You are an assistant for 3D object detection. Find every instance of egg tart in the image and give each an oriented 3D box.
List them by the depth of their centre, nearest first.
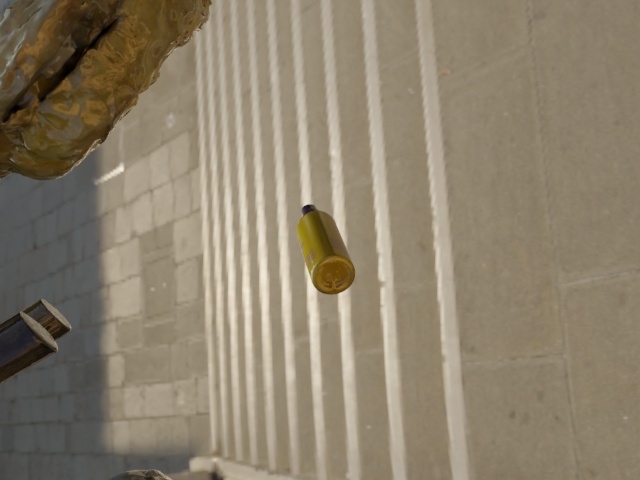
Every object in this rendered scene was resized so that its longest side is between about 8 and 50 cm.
[{"bbox_3d":[-0.163,-0.130,0.664,0.279,0.095,0.279,-49,9,11],"label":"egg tart"}]

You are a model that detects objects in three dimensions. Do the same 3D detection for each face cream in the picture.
[{"bbox_3d":[0.000,0.000,1.670,0.273,0.078,0.078,-110,37,-61],"label":"face cream"}]

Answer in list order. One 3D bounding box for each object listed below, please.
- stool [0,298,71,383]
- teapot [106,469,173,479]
[{"bbox_3d":[-0.385,0.088,0.892,0.178,0.272,0.272,-44,41,-6],"label":"stool"},{"bbox_3d":[-0.216,0.287,0.739,0.183,0.251,0.183,-8,-90,-87],"label":"teapot"}]
